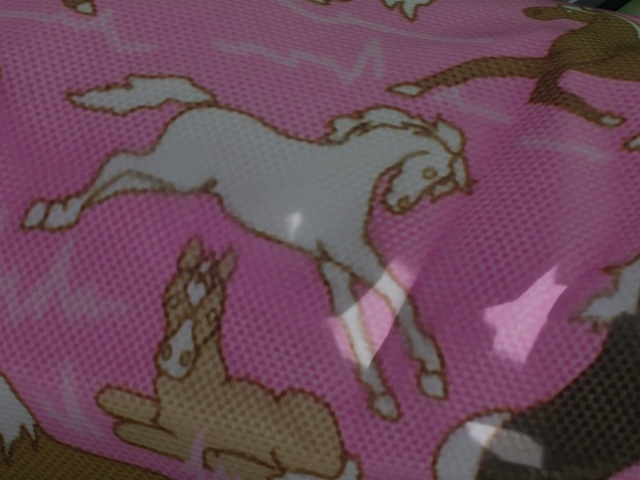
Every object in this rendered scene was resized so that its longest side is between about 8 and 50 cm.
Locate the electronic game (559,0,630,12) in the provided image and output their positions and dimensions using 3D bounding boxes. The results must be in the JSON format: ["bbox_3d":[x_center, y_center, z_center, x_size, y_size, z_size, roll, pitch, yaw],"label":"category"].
[{"bbox_3d":[0.019,-0.151,0.563,0.229,0.048,0.229,-3,70,7],"label":"electronic game"}]

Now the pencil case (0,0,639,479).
[{"bbox_3d":[0.000,0.000,0.429,0.386,0.160,0.167,14,79,22],"label":"pencil case"}]
